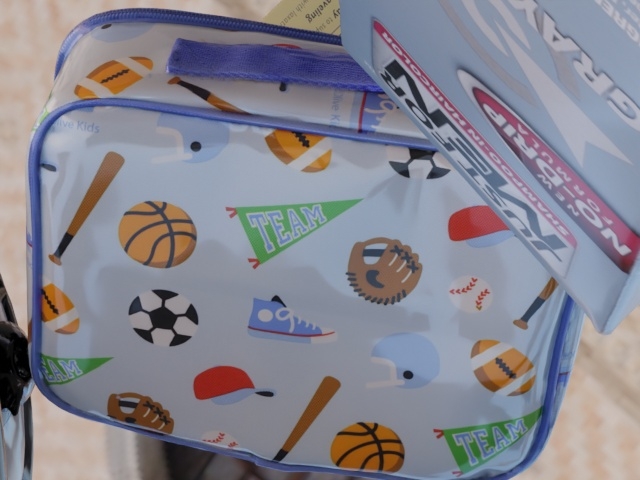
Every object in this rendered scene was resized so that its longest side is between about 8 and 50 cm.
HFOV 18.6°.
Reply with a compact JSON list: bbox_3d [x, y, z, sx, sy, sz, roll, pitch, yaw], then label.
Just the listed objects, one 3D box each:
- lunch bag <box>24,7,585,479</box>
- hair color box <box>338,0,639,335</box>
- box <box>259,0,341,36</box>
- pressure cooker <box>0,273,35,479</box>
[{"bbox_3d":[0.000,0.000,1.010,0.303,0.243,0.115,7,-145,1],"label":"lunch bag"},{"bbox_3d":[0.101,-0.121,0.353,0.113,0.185,0.374,48,171,14],"label":"hair color box"},{"bbox_3d":[0.049,-0.045,1.239,0.243,0.213,0.117,48,-169,8],"label":"box"},{"bbox_3d":[-0.366,0.102,1.132,0.370,0.420,0.376,58,-147,-37],"label":"pressure cooker"}]
